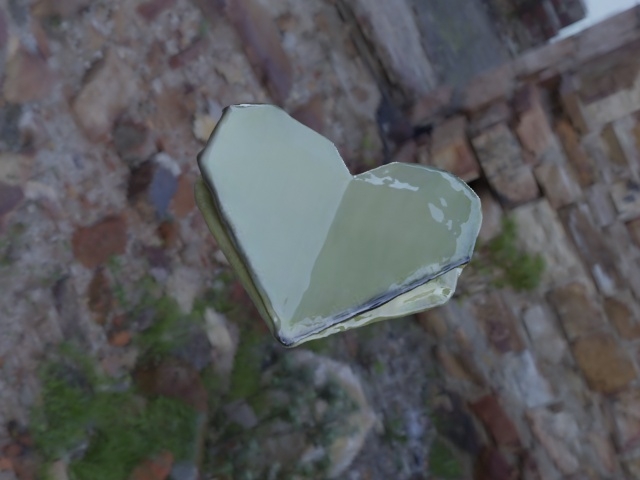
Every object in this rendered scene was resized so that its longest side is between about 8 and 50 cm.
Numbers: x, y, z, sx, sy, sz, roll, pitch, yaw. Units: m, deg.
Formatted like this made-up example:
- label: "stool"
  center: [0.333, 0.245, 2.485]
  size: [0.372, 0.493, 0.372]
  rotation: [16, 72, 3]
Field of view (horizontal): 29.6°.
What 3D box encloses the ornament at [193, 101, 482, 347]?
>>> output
- label: "ornament"
  center: [0.000, 0.000, 0.834]
  size: [0.201, 0.059, 0.180]
  rotation: [22, 54, 2]
